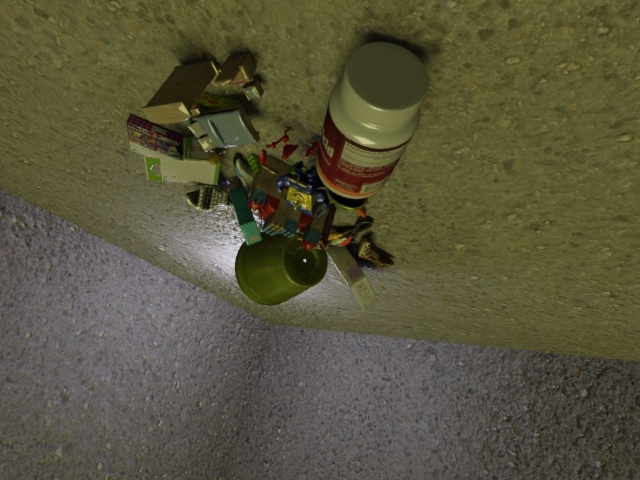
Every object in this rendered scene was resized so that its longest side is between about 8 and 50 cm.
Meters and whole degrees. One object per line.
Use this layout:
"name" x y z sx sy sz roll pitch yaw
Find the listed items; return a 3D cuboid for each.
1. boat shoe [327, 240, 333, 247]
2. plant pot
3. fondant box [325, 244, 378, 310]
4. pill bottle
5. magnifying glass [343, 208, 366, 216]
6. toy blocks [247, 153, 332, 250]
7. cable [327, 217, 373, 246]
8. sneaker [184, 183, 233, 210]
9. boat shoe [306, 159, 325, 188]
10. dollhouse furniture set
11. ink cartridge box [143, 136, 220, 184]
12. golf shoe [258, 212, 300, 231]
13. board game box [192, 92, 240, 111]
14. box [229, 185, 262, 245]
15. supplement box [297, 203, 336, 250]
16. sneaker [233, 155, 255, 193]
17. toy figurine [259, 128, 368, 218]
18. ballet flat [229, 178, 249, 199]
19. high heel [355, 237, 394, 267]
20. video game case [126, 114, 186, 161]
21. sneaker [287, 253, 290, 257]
"boat shoe" 0.000 0.000 2.088 0.068 0.072 0.190 -3 151 39
"plant pot" -0.156 0.108 2.053 0.366 0.367 0.352 28 156 -27
"fondant box" 0.159 0.178 2.187 0.238 0.096 0.330 56 180 31
"pill bottle" 0.119 -0.287 1.140 0.223 0.224 0.392 17 157 -1
"magnifying glass" 0.120 -0.140 1.682 0.026 0.092 0.231 -1 163 29
"toy blocks" -0.123 -0.125 1.636 0.381 0.261 0.190 27 156 -22
"cable" 0.141 -0.024 1.936 0.139 0.072 0.287 24 157 -31
"sneaker" -0.458 -0.188 1.812 0.118 0.110 0.292 23 -166 21
"boat shoe" 0.057 -0.227 1.478 0.301 0.102 0.108 -6 149 43
"dollhouse furniture set" -0.286 -0.324 1.271 0.286 0.198 0.304 0 142 25
"ink cartridge box" -0.498 -0.289 1.624 0.254 0.097 0.189 2 161 -17
"golf shoe" -0.128 -0.080 1.894 0.305 0.116 0.140 12 173 -27
"board game box" -0.336 -0.411 1.401 0.181 0.043 0.092 14 158 6
"box" -0.288 -0.099 1.702 0.060 0.244 0.101 -20 133 -7
"supplement box" -0.013 -0.066 1.790 0.103 0.188 0.081 10 158 16
"sneaker" -0.273 -0.260 1.706 0.082 0.072 0.191 -15 148 6
"toy figurine" -0.016 -0.165 1.428 0.362 0.191 0.217 25 146 10
"ballet flat" -0.250 -0.200 1.819 0.249 0.058 0.084 12 114 10
"high heel" 0.263 0.055 2.027 0.186 0.093 0.261 10 161 1
"video game case" -0.612 -0.364 1.705 0.231 0.042 0.210 21 157 -11
"sneaker" -0.101 0.104 2.365 0.226 0.086 0.163 14 170 -19
